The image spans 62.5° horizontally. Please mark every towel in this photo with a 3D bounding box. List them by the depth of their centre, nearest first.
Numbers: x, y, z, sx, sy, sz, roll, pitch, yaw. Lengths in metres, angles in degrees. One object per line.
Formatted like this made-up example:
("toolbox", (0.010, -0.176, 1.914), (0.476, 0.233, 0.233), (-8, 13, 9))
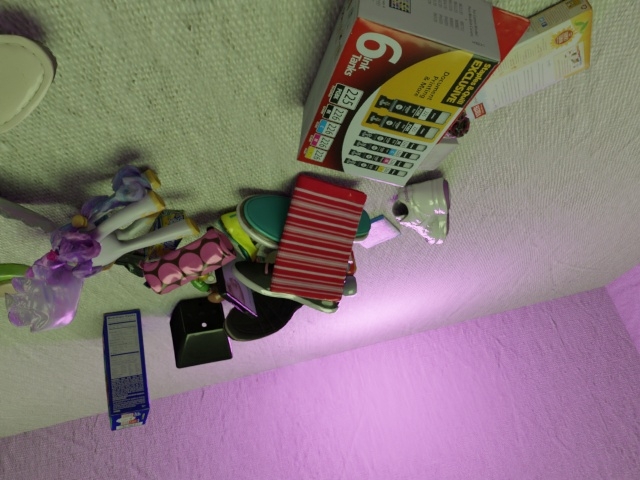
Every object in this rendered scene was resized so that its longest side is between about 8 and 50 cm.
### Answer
("towel", (0.000, 0.000, 1.213), (0.199, 0.274, 0.031), (14, 180, -33))

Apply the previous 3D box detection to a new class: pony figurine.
("pony figurine", (-0.450, 0.006, 0.986), (0.364, 0.302, 0.351), (-31, 165, -1))

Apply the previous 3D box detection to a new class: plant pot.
("plant pot", (-0.391, 0.284, 1.734), (0.188, 0.188, 0.166), (-6, 141, -20))

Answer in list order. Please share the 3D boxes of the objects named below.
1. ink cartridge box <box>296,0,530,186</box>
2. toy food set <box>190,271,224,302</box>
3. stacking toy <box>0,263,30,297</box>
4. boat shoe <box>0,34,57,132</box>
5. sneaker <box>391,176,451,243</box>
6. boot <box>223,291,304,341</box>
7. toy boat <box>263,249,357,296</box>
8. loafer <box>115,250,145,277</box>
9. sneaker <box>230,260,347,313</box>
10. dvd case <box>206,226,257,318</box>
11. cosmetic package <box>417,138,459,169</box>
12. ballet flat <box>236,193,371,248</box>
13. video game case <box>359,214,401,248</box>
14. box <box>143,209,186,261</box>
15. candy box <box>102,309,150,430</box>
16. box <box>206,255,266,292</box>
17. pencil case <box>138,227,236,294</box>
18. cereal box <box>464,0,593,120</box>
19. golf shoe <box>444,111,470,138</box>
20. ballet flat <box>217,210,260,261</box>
("ink cartridge box", (0.134, -0.230, 0.830), (0.272, 0.129, 0.309), (12, 150, -12))
("toy food set", (-0.292, 0.123, 1.485), (0.128, 0.071, 0.218), (-19, 143, 16))
("stacking toy", (-0.809, 0.136, 1.176), (0.280, 0.130, 0.309), (-15, 157, -1))
("boat shoe", (-0.479, -0.181, 0.704), (0.325, 0.096, 0.116), (-25, 115, 15))
("sneaker", (0.273, -0.078, 1.428), (0.152, 0.114, 0.305), (-5, 154, 11))
("boot", (-0.205, 0.236, 1.673), (0.284, 0.138, 0.377), (-33, -179, 43))
("toy boat", (0.009, 0.090, 1.517), (0.268, 0.147, 0.318), (-11, 169, 37))
("loafer", (-0.470, 0.028, 1.255), (0.061, 0.062, 0.170), (-55, 147, -6))
("sneaker", (-0.067, 0.071, 1.323), (0.296, 0.104, 0.146), (19, 117, -8))
("dvd case", (-0.226, 0.091, 1.370), (0.022, 0.180, 0.253), (-18, 157, 4))
("cosmetic package", (0.161, -0.200, 1.103), (0.239, 0.060, 0.099), (-2, 152, -28))
("ballet flat", (-0.050, -0.028, 1.295), (0.401, 0.139, 0.139), (1, 152, -40))
("video game case", (0.160, -0.023, 1.563), (0.119, 0.015, 0.166), (-24, 156, 18))
("box", (-0.363, -0.007, 1.226), (0.059, 0.054, 0.169), (0, 152, -33))
("candy box", (-0.628, 0.418, 1.693), (0.122, 0.316, 0.268), (-3, 153, -23))
("box", (-0.236, 0.109, 1.592), (0.207, 0.036, 0.114), (-28, 154, 27))
("pencil case", (-0.304, 0.044, 1.211), (0.210, 0.095, 0.098), (-27, 115, 0))
("cereal box", (0.365, -0.324, 0.965), (0.240, 0.047, 0.173), (-22, 156, 17))
("golf shoe", (0.195, -0.236, 1.032), (0.186, 0.067, 0.086), (14, 176, -24))
("ballet flat", (-0.183, -0.011, 1.314), (0.077, 0.077, 0.231), (-33, 156, -5))
